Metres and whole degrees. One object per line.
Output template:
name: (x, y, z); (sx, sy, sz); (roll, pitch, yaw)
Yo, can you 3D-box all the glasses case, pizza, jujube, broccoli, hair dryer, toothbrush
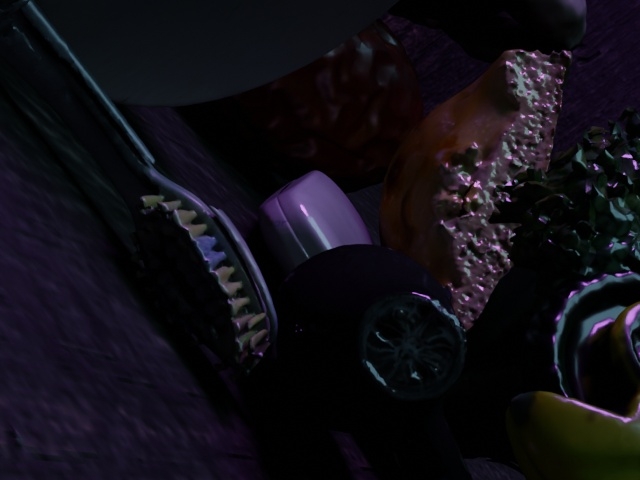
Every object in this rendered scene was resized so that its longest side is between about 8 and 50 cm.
glasses case: (0.000, 0.000, 0.919); (0.063, 0.041, 0.164); (57, 7, -4)
pizza: (0.065, 0.008, 0.979); (0.081, 0.188, 0.204); (15, -17, 6)
jujube: (-0.014, -0.094, 1.025); (0.176, 0.112, 0.109); (38, 60, -51)
broccoli: (0.099, 0.039, 0.778); (0.194, 0.194, 0.219); (50, 31, -22)
hair dryer: (0.051, 0.102, 0.666); (0.219, 0.075, 0.195); (63, -6, -3)
toothbrush: (-0.140, -0.123, 0.639); (0.413, 0.035, 0.042); (53, 10, 1)

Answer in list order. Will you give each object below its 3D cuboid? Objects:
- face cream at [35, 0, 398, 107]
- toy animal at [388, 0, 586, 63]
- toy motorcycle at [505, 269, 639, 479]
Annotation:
face cream: (-0.058, -0.191, 0.760); (0.179, 0.218, 0.218); (55, 7, 26)
toy animal: (-0.007, -0.215, 1.127); (0.344, 0.194, 0.302); (16, -25, 28)
toy motorcycle: (0.190, 0.151, 0.571); (0.342, 0.206, 0.142); (33, -36, 1)
